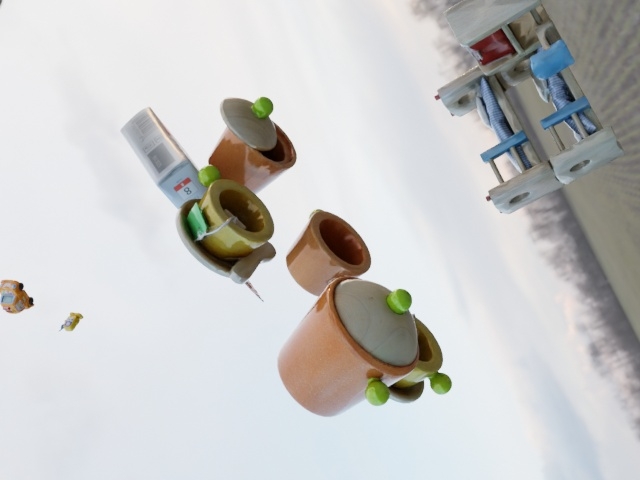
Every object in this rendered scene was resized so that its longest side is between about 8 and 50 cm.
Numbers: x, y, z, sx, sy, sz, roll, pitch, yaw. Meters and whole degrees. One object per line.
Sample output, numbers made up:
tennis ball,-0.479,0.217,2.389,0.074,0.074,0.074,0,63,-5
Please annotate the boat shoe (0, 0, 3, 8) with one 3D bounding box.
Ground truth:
boat shoe,-0.429,-0.356,0.984,0.302,0.113,0.103,57,-179,-20

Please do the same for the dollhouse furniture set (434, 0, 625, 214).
dollhouse furniture set,0.171,-0.124,0.867,0.184,0.129,0.129,24,-140,-63

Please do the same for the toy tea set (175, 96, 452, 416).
toy tea set,0.000,0.000,0.843,0.336,0.124,0.200,52,-150,13

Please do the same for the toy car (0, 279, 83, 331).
toy car,-0.409,0.096,1.395,0.060,0.122,0.040,93,-165,-49

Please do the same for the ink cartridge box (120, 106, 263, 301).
ink cartridge box,-0.114,-0.036,0.957,0.179,0.045,0.145,49,180,-37
